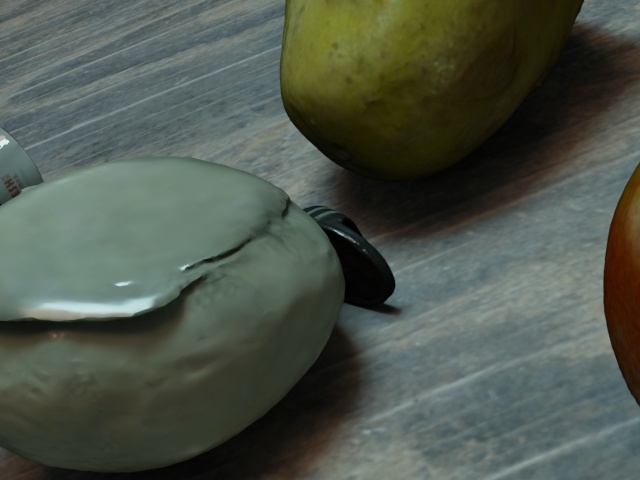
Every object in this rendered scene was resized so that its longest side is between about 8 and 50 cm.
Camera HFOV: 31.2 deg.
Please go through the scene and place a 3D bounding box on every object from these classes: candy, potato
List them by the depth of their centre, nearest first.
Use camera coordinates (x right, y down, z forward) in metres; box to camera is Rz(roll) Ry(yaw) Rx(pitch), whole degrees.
[{"bbox_3d":[-0.131,0.050,0.809,0.295,0.185,0.295,-3,29,2],"label":"candy"},{"bbox_3d":[0.059,-0.198,1.025,0.296,0.290,0.397,-60,19,-6],"label":"potato"}]

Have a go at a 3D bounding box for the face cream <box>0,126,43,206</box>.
[{"bbox_3d":[-0.391,-0.021,1.158,0.214,0.096,0.096,-42,36,-27],"label":"face cream"}]

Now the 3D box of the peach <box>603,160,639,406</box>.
[{"bbox_3d":[0.260,0.025,0.580,0.231,0.231,0.231,-16,32,11],"label":"peach"}]

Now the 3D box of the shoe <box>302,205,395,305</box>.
[{"bbox_3d":[0.000,0.000,0.910,0.049,0.071,0.179,-38,31,-30],"label":"shoe"}]
